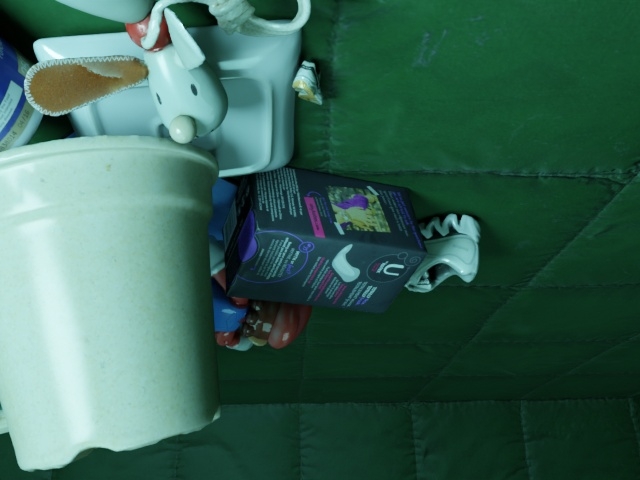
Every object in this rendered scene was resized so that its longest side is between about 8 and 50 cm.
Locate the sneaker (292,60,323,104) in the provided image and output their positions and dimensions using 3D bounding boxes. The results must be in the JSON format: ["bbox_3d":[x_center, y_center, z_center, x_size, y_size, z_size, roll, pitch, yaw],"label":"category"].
[{"bbox_3d":[-0.009,-0.185,0.750,0.031,0.037,0.083,17,180,6],"label":"sneaker"}]

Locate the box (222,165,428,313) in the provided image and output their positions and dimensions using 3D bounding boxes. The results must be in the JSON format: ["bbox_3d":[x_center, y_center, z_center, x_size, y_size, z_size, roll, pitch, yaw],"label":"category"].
[{"bbox_3d":[0.000,0.000,0.984,0.270,0.143,0.165,9,136,-22],"label":"box"}]

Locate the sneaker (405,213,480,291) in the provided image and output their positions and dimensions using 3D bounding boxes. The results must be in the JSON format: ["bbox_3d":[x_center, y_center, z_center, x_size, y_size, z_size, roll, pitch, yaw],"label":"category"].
[{"bbox_3d":[0.147,0.038,1.156,0.292,0.118,0.110,-12,156,26],"label":"sneaker"}]

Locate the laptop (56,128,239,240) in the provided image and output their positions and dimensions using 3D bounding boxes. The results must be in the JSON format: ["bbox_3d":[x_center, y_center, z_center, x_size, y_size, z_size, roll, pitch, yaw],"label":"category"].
[{"bbox_3d":[-0.323,0.050,1.020,0.382,0.408,0.236,25,179,-44],"label":"laptop"}]

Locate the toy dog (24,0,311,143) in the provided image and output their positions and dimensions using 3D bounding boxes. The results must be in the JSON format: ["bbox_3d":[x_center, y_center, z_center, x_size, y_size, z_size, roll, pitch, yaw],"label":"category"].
[{"bbox_3d":[-0.176,-0.189,0.512,0.220,0.161,0.333,-27,134,34],"label":"toy dog"}]

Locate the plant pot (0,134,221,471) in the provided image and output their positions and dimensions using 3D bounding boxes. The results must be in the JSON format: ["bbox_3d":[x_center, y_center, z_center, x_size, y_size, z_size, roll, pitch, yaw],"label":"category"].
[{"bbox_3d":[-0.251,0.084,0.742,0.333,0.306,0.334,-14,170,-2],"label":"plant pot"}]

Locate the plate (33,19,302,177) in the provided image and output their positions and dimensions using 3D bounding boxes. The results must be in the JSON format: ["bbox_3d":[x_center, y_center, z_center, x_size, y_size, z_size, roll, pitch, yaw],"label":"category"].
[{"bbox_3d":[-0.161,-0.142,0.769,0.277,0.045,0.278,-8,156,-9],"label":"plate"}]

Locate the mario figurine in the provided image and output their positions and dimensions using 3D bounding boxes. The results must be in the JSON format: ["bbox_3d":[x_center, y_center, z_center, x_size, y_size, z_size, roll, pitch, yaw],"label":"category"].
[{"bbox_3d":[-0.167,0.097,1.089,0.320,0.170,0.198,8,163,-24],"label":"mario figurine"}]

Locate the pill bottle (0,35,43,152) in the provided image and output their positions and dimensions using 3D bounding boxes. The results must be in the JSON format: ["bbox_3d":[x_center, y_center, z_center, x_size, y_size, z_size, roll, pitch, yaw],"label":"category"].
[{"bbox_3d":[-0.402,-0.178,0.587,0.153,0.153,0.265,-10,155,19],"label":"pill bottle"}]

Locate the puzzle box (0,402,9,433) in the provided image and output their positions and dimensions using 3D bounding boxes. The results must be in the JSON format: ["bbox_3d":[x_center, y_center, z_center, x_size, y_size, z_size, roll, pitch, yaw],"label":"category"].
[{"bbox_3d":[-0.485,0.265,1.371,0.408,0.272,0.052,-7,116,-25],"label":"puzzle box"}]
